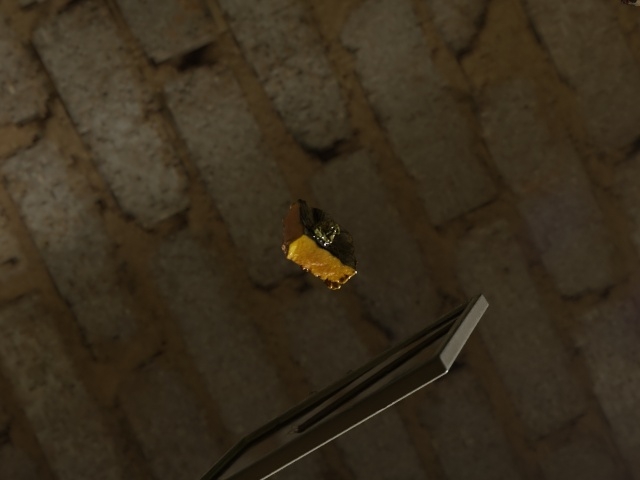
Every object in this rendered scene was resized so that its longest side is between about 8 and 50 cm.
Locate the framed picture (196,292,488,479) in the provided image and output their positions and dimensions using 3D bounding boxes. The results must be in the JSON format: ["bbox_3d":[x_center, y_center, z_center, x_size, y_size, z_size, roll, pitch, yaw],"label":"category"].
[{"bbox_3d":[0.006,0.125,0.898,0.016,0.250,0.184,57,19,0],"label":"framed picture"}]

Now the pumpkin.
[{"bbox_3d":[0.000,0.000,1.255,0.083,0.054,0.074,34,27,-25],"label":"pumpkin"}]

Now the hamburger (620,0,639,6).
[{"bbox_3d":[0.257,-0.180,0.595,0.231,0.231,0.106,60,10,-67],"label":"hamburger"}]
